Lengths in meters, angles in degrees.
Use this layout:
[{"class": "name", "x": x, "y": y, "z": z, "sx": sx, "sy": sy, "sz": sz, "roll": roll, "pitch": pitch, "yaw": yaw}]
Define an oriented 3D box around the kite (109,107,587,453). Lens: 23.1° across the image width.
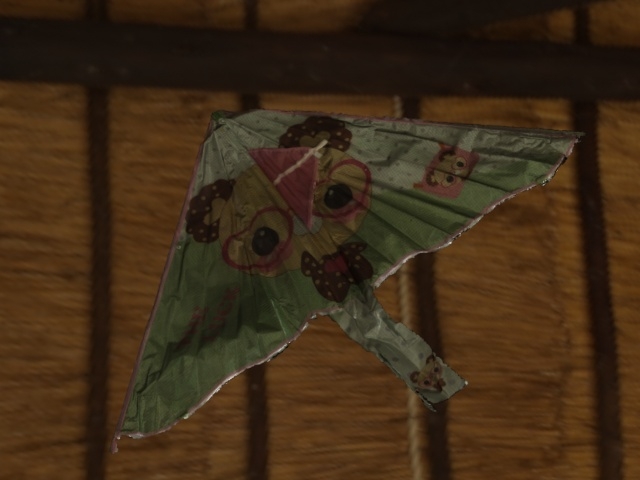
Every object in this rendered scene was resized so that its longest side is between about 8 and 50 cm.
[{"class": "kite", "x": 0.000, "y": 0.000, "z": 0.894, "sx": 0.323, "sy": 0.013, "sz": 0.267, "roll": -32, "pitch": -128, "yaw": -6}]
